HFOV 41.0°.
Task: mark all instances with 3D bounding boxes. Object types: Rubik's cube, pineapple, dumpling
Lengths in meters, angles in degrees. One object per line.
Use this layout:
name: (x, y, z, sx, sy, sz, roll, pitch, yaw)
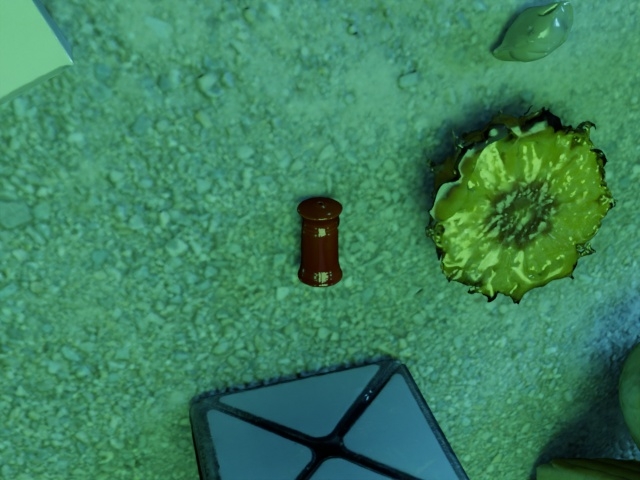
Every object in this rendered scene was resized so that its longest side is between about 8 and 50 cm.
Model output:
Rubik's cube: (0.013, 0.311, 0.910, 0.260, 0.255, 0.259, -13, 123, -11)
pineapple: (0.194, -0.041, 0.869, 0.224, 0.076, 0.225, -8, 118, -14)
dumpling: (0.206, -0.191, 0.807, 0.077, 0.043, 0.059, -52, 143, 11)

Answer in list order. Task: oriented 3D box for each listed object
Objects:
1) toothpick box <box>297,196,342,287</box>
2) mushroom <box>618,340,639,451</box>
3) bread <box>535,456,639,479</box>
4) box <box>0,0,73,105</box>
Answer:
toothpick box: (0.000, 0.000, 0.848, 0.047, 0.047, 0.083, -7, 121, -14)
mushroom: (0.456, 0.181, 1.031, 0.267, 0.164, 0.190, -27, 82, -21)
bread: (0.425, 0.342, 1.079, 0.239, 0.246, 0.111, 9, 84, -21)
box: (-0.281, -0.165, 0.657, 0.130, 0.051, 0.129, -28, 124, 0)
